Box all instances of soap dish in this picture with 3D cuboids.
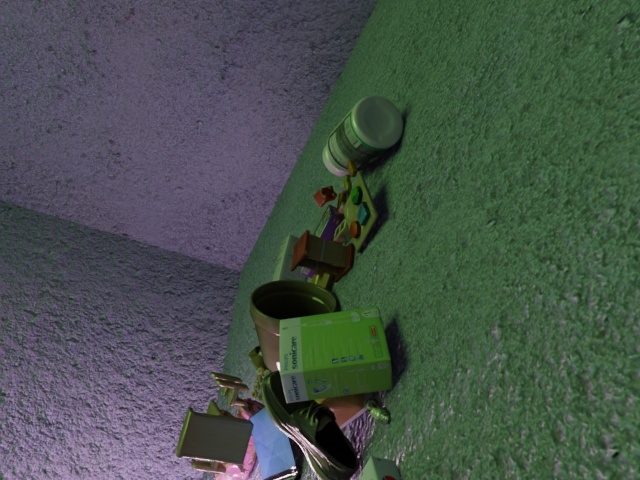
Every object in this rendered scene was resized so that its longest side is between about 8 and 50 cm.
[{"bbox_3d":[0.042,0.441,1.506,0.290,0.118,0.228,123,158,-46],"label":"soap dish"}]

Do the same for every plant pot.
[{"bbox_3d":[0.009,0.162,2.093,0.236,0.033,0.236,-162,90,-75],"label":"plant pot"},{"bbox_3d":[-0.113,0.342,1.886,0.323,0.324,0.280,-108,22,-65],"label":"plant pot"}]

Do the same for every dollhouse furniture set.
[{"bbox_3d":[-0.464,0.761,2.052,0.394,0.257,0.361,-5,68,68],"label":"dollhouse furniture set"},{"bbox_3d":[0.023,-0.044,1.964,0.152,0.202,0.373,129,154,-55],"label":"dollhouse furniture set"}]

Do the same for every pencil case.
[{"bbox_3d":[-0.350,0.908,2.232,0.160,0.167,0.385,-102,33,-82],"label":"pencil case"}]

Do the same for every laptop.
[{"bbox_3d":[-0.252,0.843,1.799,0.408,0.236,0.382,-45,-4,-39],"label":"laptop"}]

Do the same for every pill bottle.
[{"bbox_3d":[0.148,-0.387,1.919,0.361,0.204,0.204,148,138,-66],"label":"pill bottle"}]

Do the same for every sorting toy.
[{"bbox_3d":[0.122,-0.136,1.818,0.229,0.041,0.307,109,153,-47],"label":"sorting toy"}]

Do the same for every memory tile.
[{"bbox_3d":[-0.265,0.679,2.333,0.012,0.113,0.147,30,-106,-63],"label":"memory tile"}]

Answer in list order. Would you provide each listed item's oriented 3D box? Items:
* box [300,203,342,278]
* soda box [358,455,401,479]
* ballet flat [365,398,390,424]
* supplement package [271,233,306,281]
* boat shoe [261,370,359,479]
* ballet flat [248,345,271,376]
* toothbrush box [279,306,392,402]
[{"bbox_3d":[0.000,0.000,2.176,0.293,0.057,0.201,-62,10,15],"label":"box"},{"bbox_3d":[0.147,0.584,1.079,0.216,0.069,0.073,-108,39,-64],"label":"soda box"},{"bbox_3d":[0.144,0.447,1.299,0.114,0.041,0.041,-157,85,-74],"label":"ballet flat"},{"bbox_3d":[-0.137,0.116,2.446,0.134,0.139,0.243,141,145,-61],"label":"supplement package"},{"bbox_3d":[-0.017,0.494,1.357,0.130,0.355,0.132,-43,-4,39],"label":"boat shoe"},{"bbox_3d":[-0.293,0.597,2.537,0.124,0.116,0.342,-54,9,-10],"label":"ballet flat"},{"bbox_3d":[0.037,0.305,1.344,0.206,0.284,0.122,-98,1,-57],"label":"toothbrush box"}]
